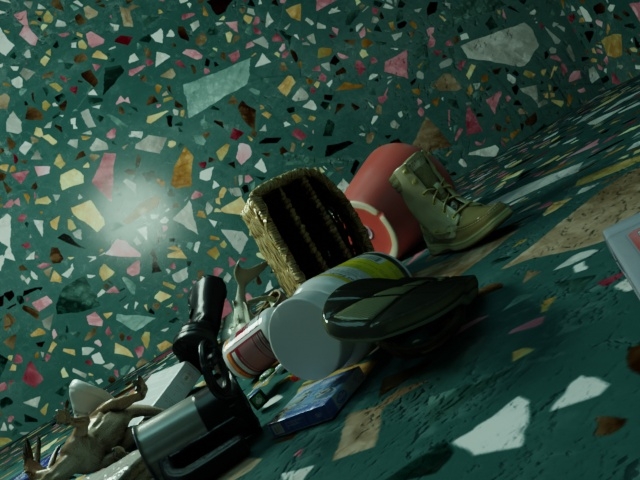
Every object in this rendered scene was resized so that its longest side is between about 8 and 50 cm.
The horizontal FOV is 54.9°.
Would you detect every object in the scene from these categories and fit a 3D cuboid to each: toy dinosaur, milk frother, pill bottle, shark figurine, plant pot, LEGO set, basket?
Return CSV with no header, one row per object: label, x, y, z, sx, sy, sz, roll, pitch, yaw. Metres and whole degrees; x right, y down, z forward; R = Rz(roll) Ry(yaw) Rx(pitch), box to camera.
toy dinosaur,-0.397,0.347,1.075,0.200,0.127,0.295,-37,-8,34
milk frother,-0.155,0.201,0.721,0.134,0.143,0.129,-29,9,-13
pill bottle,-0.094,0.172,1.079,0.152,0.086,0.086,-39,-2,25
shark figurine,-0.126,0.173,1.281,0.166,0.116,0.278,-65,29,27
pill bottle,0.032,0.092,0.783,0.119,0.119,0.208,-29,-4,33
plant pot,0.170,-0.076,1.555,0.275,0.275,0.243,-28,12,49
LEGO set,-0.015,0.181,0.935,0.182,0.060,0.244,-41,-4,21
basket,0.000,0.000,1.251,0.213,0.299,0.223,-29,-1,-14

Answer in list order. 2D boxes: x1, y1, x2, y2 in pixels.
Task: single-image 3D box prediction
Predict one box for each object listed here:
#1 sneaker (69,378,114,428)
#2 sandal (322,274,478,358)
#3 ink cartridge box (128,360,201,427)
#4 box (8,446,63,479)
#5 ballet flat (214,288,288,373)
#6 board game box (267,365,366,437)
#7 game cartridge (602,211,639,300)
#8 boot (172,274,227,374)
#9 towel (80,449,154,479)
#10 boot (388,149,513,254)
sneaker,-0.439,0.347,1.171,0.212,0.080,0.094,91,-162,-48
sandal,0.111,0.085,0.688,0.120,0.086,0.302,1,0,31
ink cartridge box,-0.375,0.372,1.311,0.189,0.066,0.232,-28,24,47
box,-0.639,0.523,1.325,0.225,0.036,0.136,-32,2,-10
ballet flat,-0.165,0.199,1.429,0.107,0.106,0.316,-29,2,30
board game box,-0.004,0.184,0.708,0.090,0.020,0.090,-29,1,33
game cartridge,0.313,-0.006,0.427,0.196,0.060,0.294,-25,4,21
boot,-0.262,0.165,1.362,0.094,0.207,0.246,6,-29,-6
towel,-0.314,0.349,0.754,0.187,0.049,0.282,-29,2,14
boot,0.238,-0.085,1.187,0.095,0.203,0.262,-32,1,-17
